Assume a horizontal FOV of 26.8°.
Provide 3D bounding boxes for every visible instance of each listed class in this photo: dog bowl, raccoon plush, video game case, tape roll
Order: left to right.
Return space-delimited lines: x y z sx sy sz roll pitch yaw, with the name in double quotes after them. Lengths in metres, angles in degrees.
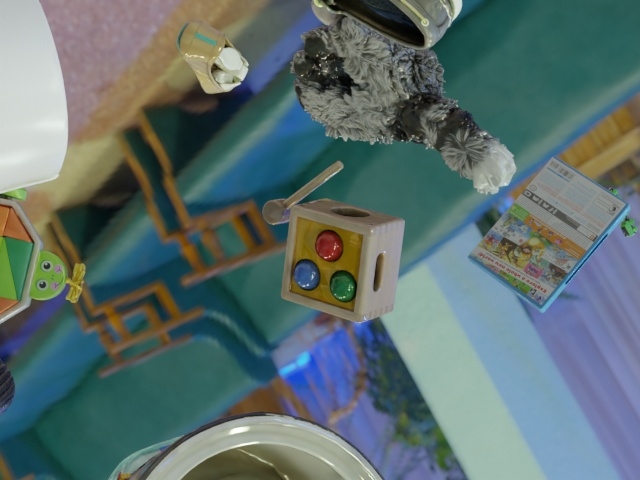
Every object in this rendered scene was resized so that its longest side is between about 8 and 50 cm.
-0.404 -0.199 1.617 0.100 0.286 0.286 -18 165 -29 "tape roll"
-0.093 0.401 1.524 0.408 0.407 0.150 -20 -177 -34 "dog bowl"
0.153 -0.264 2.200 0.216 0.446 0.299 -45 180 41 "raccoon plush"
0.274 -0.009 1.616 0.166 0.119 0.015 -49 150 -5 "video game case"

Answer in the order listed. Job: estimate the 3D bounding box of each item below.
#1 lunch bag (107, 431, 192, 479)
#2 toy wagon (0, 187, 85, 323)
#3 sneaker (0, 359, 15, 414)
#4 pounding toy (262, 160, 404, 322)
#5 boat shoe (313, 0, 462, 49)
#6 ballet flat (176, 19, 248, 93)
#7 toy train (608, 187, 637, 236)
-0.228 0.420 2.294 0.262 0.160 0.223 -22 163 4 "lunch bag"
-0.564 0.031 2.234 0.345 0.267 0.068 12 175 -1 "toy wagon"
-0.531 0.167 1.669 0.122 0.331 0.146 -43 152 -62 "sneaker"
-0.004 -0.010 1.751 0.206 0.181 0.094 16 -162 32 "pounding toy"
0.039 -0.356 1.828 0.091 0.305 0.109 -58 170 -32 "boat shoe"
-0.143 -0.252 1.937 0.232 0.073 0.080 29 82 -77 "ballet flat"
0.468 -0.043 2.100 0.024 0.083 0.017 -33 -173 -30 "toy train"
